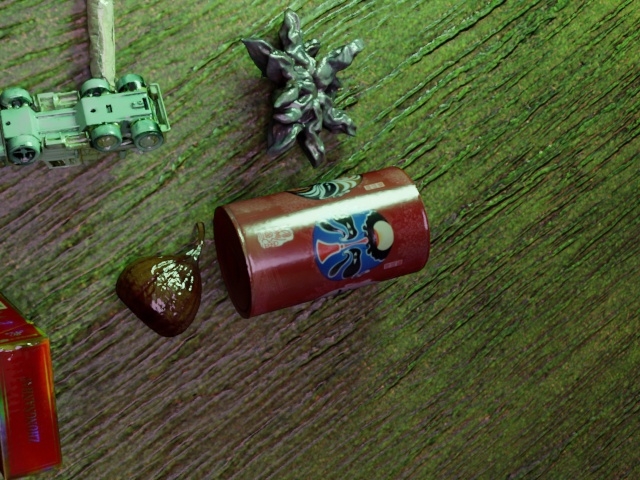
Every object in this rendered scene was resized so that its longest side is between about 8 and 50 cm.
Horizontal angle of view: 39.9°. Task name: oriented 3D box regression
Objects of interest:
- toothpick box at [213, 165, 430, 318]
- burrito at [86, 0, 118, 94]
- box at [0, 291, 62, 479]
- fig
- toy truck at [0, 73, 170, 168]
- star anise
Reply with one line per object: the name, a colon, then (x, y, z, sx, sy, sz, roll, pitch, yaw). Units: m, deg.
toothpick box: (0.000, 0.000, 1.548, 0.333, 0.204, 0.204, -15, 106, -18)
burrito: (-0.355, -0.327, 1.424, 0.045, 0.041, 0.185, -19, 113, -61)
box: (-0.479, 0.206, 1.329, 0.089, 0.313, 0.197, -8, 104, -30)
fig: (-0.242, 0.064, 1.509, 0.201, 0.134, 0.146, -45, 123, -17)
toy truck: (-0.379, -0.167, 1.398, 0.260, 0.135, 0.128, -9, 60, -20)
star anise: (-0.029, -0.260, 1.533, 0.212, 0.129, 0.282, -15, 111, -36)
